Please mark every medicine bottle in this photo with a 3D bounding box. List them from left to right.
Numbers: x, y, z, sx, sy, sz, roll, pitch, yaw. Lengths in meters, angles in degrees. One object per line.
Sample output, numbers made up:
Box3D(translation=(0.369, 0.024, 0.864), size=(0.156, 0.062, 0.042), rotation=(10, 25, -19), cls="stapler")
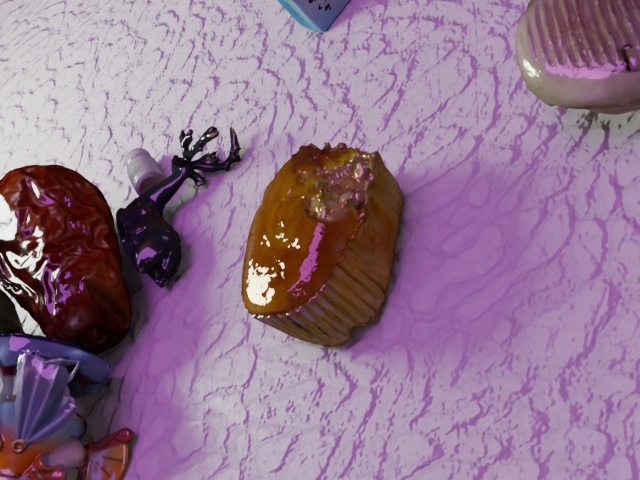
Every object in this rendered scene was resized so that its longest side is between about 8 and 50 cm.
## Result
Box3D(translation=(-0.286, -0.110, 1.541), size=(0.052, 0.052, 0.089), rotation=(-44, 42, 8), cls="medicine bottle")

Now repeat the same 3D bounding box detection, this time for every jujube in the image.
Box3D(translation=(-0.391, 0.028, 1.435), size=(0.216, 0.216, 0.342), rotation=(-42, 49, 10), cls="jujube")

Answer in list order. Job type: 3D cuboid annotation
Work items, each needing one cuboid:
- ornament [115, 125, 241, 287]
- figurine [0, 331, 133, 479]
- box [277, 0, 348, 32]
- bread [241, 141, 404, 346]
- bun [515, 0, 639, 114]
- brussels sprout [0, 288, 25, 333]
Box3D(translation=(-0.203, -0.069, 1.420), size=(0.236, 0.080, 0.202), rotation=(-46, 38, 6), cls="ornament")
Box3D(translation=(-0.409, 0.318, 1.227), size=(0.276, 0.248, 0.388), rotation=(3, 64, 15), cls="figurine")
Box3D(translation=(0.014, -0.456, 1.455), size=(0.232, 0.142, 0.083), rotation=(-53, 42, -2), cls="box")
Box3D(translation=(0.000, 0.000, 1.160), size=(0.179, 0.133, 0.250), rotation=(1, 62, 46), cls="bread")
Box3D(translation=(0.329, -0.228, 1.041), size=(0.237, 0.116, 0.210), rotation=(-22, 52, 7), cls="bun")
Box3D(translation=(-0.574, 0.171, 1.438), size=(0.227, 0.259, 0.294), rotation=(40, 128, 16), cls="brussels sprout")
